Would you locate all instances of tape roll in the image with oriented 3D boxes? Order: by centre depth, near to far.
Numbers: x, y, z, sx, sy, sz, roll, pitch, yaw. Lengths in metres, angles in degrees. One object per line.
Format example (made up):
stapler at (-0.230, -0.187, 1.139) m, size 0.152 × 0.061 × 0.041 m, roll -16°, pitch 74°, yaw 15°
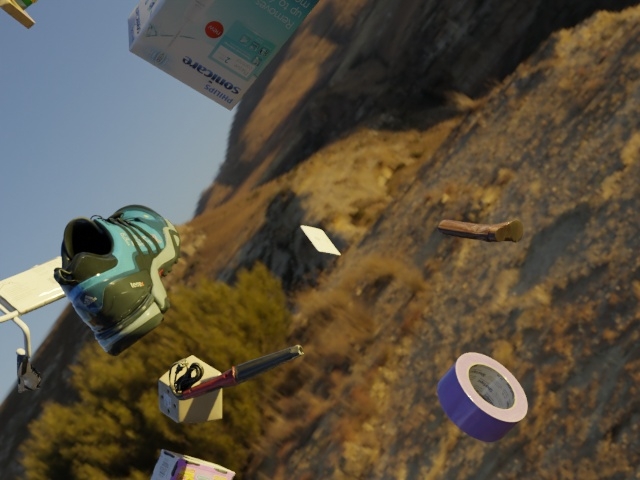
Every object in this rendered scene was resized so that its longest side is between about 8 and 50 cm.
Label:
tape roll at (0.359, 0.347, 1.931) m, size 0.080 × 0.189 × 0.189 m, roll -55°, pitch 2°, yaw 33°

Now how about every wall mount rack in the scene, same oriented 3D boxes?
wall mount rack at (-0.647, 0.121, 1.928) m, size 0.350 × 0.304 × 0.131 m, roll -26°, pitch -45°, yaw -43°

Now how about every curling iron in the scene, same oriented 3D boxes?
curling iron at (-0.147, 0.212, 1.435) m, size 0.274 × 0.068 × 0.035 m, roll -17°, pitch -2°, yaw 30°

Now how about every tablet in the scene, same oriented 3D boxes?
tablet at (0.000, 0.000, 1.645) m, size 0.006 × 0.054 × 0.083 m, roll -61°, pitch 41°, yaw 22°

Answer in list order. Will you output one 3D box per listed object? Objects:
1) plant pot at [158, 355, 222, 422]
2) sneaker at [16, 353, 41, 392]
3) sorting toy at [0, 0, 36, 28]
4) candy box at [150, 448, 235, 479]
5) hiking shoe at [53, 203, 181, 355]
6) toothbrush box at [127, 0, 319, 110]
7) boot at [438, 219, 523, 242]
plant pot at (-0.273, 0.316, 1.790) m, size 0.096 × 0.109 × 0.109 m, roll -16°, pitch -64°, yaw -41°
sneaker at (-0.544, 0.245, 1.623) m, size 0.109 × 0.043 × 0.040 m, roll 108°, pitch 156°, yaw -50°
sorting toy at (-0.734, -0.620, 1.946) m, size 0.089 × 0.255 × 0.257 m, roll -41°, pitch 7°, yaw -2°
candy box at (-0.291, 0.558, 1.830) m, size 0.070 × 0.165 × 0.196 m, roll 9°, pitch 74°, yaw 47°
hiking shoe at (-0.248, 0.007, 1.068) m, size 0.113 × 0.132 × 0.304 m, roll -33°, pitch 26°, yaw 5°
toothbrush box at (-0.161, -0.406, 1.484) m, size 0.295 × 0.216 × 0.126 m, roll -45°, pitch 35°, yaw 23°
boot at (0.259, -0.018, 1.413) m, size 0.106 × 0.114 × 0.037 m, roll -2°, pitch -84°, yaw -49°
